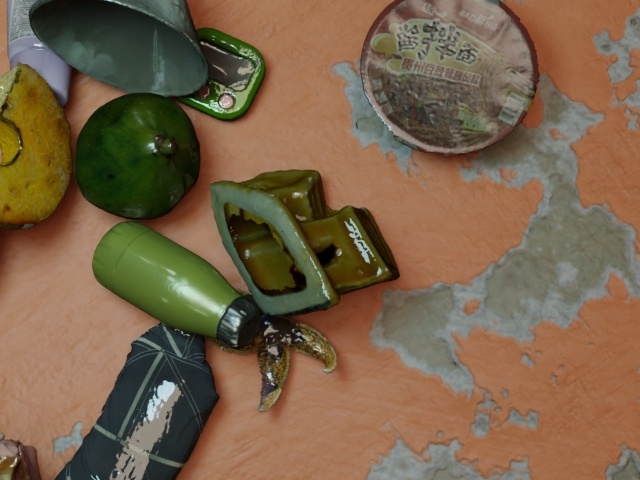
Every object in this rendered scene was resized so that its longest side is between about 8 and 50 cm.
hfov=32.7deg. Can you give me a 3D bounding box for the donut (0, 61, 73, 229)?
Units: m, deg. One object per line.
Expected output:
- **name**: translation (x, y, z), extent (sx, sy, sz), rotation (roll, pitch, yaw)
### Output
- **donut**: translation (-0.442, -0.108, 1.579), extent (0.101, 0.152, 0.259), rotation (-13, 53, 36)

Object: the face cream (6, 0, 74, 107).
- **face cream**: translation (-0.429, -0.340, 1.700), extent (0.154, 0.096, 0.274), rotation (0, 68, 2)

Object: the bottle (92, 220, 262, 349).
- **bottle**: translation (-0.205, 0.070, 1.583), extent (0.260, 0.112, 0.112), rotation (28, 81, 22)

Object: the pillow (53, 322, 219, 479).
- **pillow**: translation (-0.263, 0.279, 1.590), extent (0.161, 0.092, 0.335), rotation (28, 80, 8)

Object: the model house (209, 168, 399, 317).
- **model house**: translation (-0.002, -0.011, 1.602), extent (0.239, 0.173, 0.268), rotation (-16, 70, -38)

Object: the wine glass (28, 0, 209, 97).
- **wine glass**: translation (-0.239, -0.451, 1.617), extent (0.267, 0.267, 0.406), rotation (14, 72, 2)

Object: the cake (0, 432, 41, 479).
- **cake**: translation (-0.521, 0.414, 1.460), extent (0.314, 0.307, 0.293), rotation (-10, 77, -1)

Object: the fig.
- **fig**: translation (-0.263, -0.130, 1.586), extent (0.195, 0.245, 0.195), rotation (2, 83, -14)

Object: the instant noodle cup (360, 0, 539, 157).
- **instant noodle cup**: translation (0.195, -0.253, 1.685), extent (0.274, 0.091, 0.274), rotation (0, 81, 0)

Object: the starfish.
- **starfish**: translation (-0.082, 0.142, 1.631), extent (0.238, 0.071, 0.216), rotation (17, 85, 14)

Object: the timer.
- **timer**: translation (-0.161, -0.259, 1.704), extent (0.140, 0.047, 0.128), rotation (25, 83, 3)
